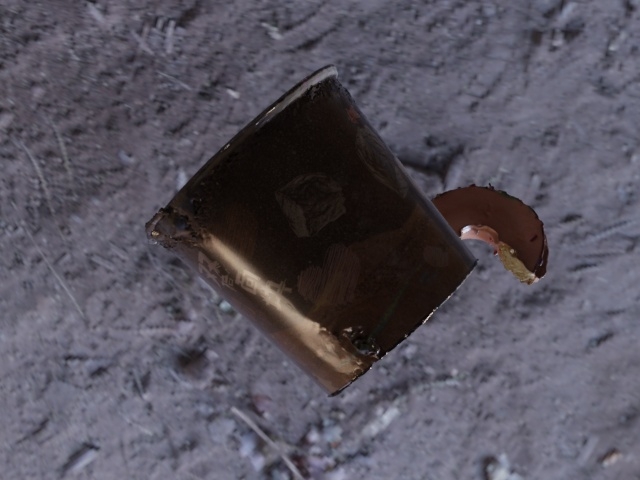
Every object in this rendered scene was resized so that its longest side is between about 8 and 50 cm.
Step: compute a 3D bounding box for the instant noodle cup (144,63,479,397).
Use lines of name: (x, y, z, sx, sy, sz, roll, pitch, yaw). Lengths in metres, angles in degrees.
instant noodle cup: (0.000, 0.000, 1.034, 0.217, 0.217, 0.207, -43, 90, -9)

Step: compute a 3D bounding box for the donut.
donut: (0.180, -0.010, 1.419, 0.166, 0.065, 0.117, 13, 60, 7)
